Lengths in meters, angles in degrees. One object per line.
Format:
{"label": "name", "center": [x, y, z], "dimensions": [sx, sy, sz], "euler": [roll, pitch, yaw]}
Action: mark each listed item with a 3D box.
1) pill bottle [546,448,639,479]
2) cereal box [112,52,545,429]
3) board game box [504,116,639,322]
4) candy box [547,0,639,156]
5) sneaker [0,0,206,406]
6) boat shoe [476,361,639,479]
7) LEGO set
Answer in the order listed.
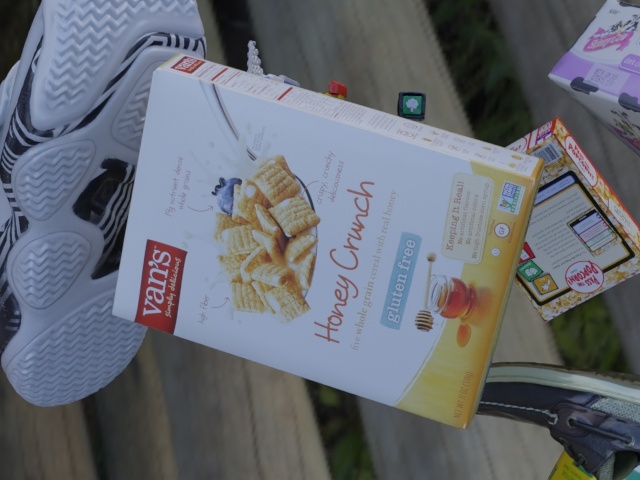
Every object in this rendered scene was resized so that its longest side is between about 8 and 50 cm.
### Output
{"label": "pill bottle", "center": [0.204, 0.246, 1.389], "dimensions": [0.118, 0.208, 0.117], "euler": [27, 7, -3]}
{"label": "cereal box", "center": [0.000, 0.000, 1.118], "dimensions": [0.240, 0.173, 0.047], "euler": [16, 24, 10]}
{"label": "board game box", "center": [0.255, -0.020, 2.023], "dimensions": [0.193, 0.147, 0.045], "euler": [52, 28, -17]}
{"label": "candy box", "center": [0.258, -0.059, 1.145], "dimensions": [0.196, 0.070, 0.165], "euler": [39, 1, -19]}
{"label": "sneaker", "center": [-0.199, -0.077, 1.251], "dimensions": [0.137, 0.366, 0.210], "euler": [-17, 46, -35]}
{"label": "boat shoe", "center": [0.193, 0.124, 1.199], "dimensions": [0.223, 0.080, 0.073], "euler": [4, 81, 30]}
{"label": "LEGO set", "center": [-0.019, -0.117, 1.503], "dimensions": [0.182, 0.244, 0.060], "euler": [4, 88, -30]}
